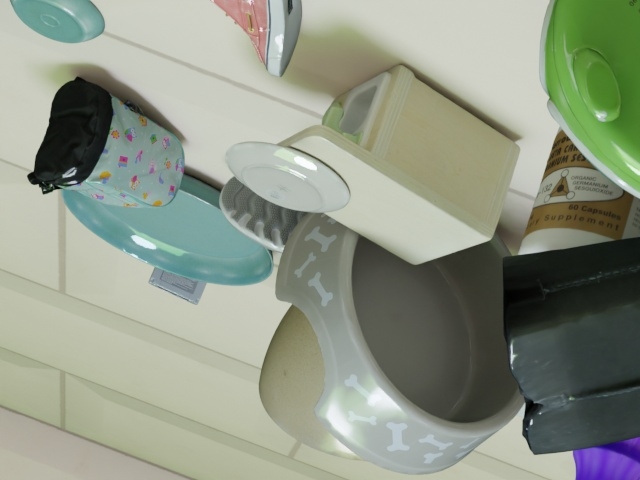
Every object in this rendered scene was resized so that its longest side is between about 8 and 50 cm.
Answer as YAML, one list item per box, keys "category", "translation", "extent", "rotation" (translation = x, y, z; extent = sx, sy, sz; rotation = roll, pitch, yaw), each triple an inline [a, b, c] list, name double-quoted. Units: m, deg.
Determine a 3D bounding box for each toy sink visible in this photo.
- category: "toy sink"
  translation: [0.071, -0.094, 1.665]
  extent: [0.234, 0.131, 0.153]
  rotation: [29, 155, -21]

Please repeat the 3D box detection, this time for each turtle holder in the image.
- category: "turtle holder"
  translation: [0.269, -0.146, 1.245]
  extent: [0.320, 0.243, 0.227]
  rotation: [12, 175, -2]

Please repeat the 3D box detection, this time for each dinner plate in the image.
- category: "dinner plate"
  translation: [-0.037, -0.061, 1.638]
  extent: [0.141, 0.017, 0.141]
  rotation: [19, 158, 8]

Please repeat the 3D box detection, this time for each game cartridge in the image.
- category: "game cartridge"
  translation: [-0.214, 0.057, 2.344]
  extent: [0.083, 0.056, 0.017]
  rotation: [26, 164, -11]

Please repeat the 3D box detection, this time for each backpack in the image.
- category: "backpack"
  translation: [-0.257, -0.103, 1.914]
  extent: [0.115, 0.152, 0.182]
  rotation: [15, 171, 37]

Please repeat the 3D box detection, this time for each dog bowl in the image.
- category: "dog bowl"
  translation: [0.114, 0.092, 1.804]
  extent: [0.348, 0.349, 0.102]
  rotation: [32, 143, -25]

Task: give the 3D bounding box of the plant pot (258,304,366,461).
- category: "plant pot"
  translation: [0.067, 0.133, 2.067]
  extent: [0.284, 0.284, 0.191]
  rotation: [15, 121, 13]

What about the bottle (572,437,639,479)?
- category: "bottle"
  translation: [0.373, 0.208, 1.893]
  extent: [0.092, 0.283, 0.118]
  rotation: [21, 159, -2]

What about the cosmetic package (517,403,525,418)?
- category: "cosmetic package"
  translation: [0.358, 0.211, 2.131]
  extent: [0.231, 0.117, 0.085]
  rotation: [26, 158, -10]

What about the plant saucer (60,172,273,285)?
- category: "plant saucer"
  translation: [-0.209, -0.030, 2.164]
  extent: [0.317, 0.044, 0.317]
  rotation: [17, 157, 8]

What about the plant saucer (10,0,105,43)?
- category: "plant saucer"
  translation: [-0.305, -0.258, 1.756]
  extent: [0.119, 0.021, 0.119]
  rotation: [18, 157, 8]

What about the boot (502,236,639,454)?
- category: "boot"
  translation: [0.395, 0.129, 1.347]
  extent: [0.445, 0.146, 0.367]
  rotation: [-14, 123, 3]

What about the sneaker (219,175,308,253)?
- category: "sneaker"
  translation: [0.000, 0.000, 1.970]
  extent: [0.281, 0.105, 0.115]
  rotation: [22, 157, -4]

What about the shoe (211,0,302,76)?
- category: "shoe"
  translation: [-0.067, -0.237, 1.554]
  extent: [0.081, 0.063, 0.178]
  rotation: [18, 152, 9]

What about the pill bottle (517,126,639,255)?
- category: "pill bottle"
  translation: [0.276, -0.058, 1.442]
  extent: [0.131, 0.229, 0.131]
  rotation: [18, 158, 8]
